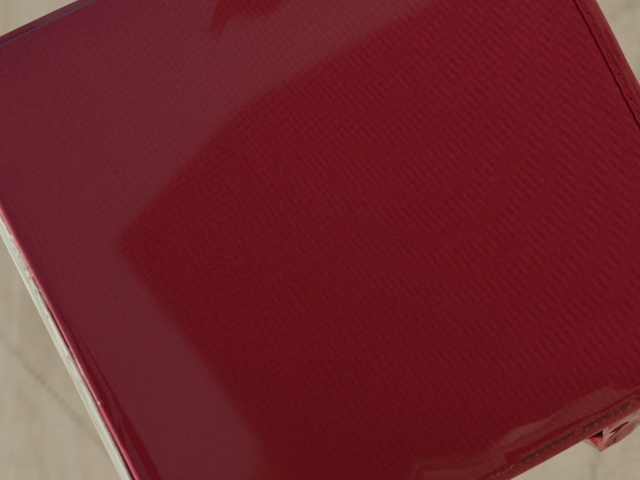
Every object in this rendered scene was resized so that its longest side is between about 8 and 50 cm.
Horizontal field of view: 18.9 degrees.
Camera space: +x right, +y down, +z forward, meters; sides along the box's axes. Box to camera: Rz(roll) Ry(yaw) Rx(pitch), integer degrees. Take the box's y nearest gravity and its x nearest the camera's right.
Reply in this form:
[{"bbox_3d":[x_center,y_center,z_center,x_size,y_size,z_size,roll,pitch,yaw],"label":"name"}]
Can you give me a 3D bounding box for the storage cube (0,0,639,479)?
[{"bbox_3d":[0.000,0.000,0.654,0.215,0.193,0.183,62,171,4],"label":"storage cube"}]
